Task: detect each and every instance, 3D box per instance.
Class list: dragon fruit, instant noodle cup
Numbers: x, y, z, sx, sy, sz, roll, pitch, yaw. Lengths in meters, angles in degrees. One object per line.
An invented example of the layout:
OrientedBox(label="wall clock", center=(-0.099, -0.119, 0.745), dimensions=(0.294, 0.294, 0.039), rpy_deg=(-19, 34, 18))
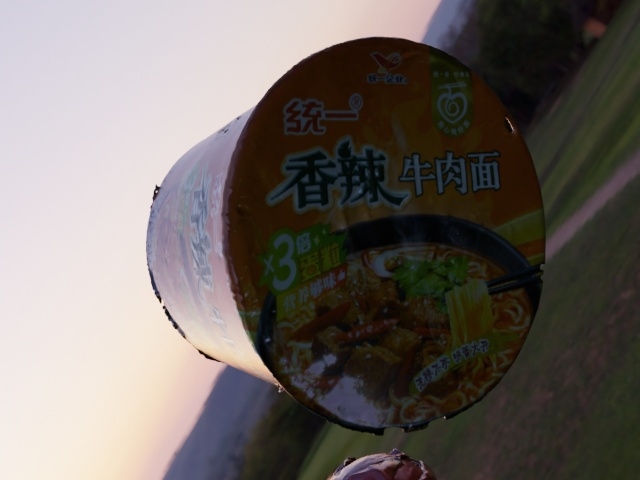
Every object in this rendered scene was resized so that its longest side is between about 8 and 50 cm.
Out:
OrientedBox(label="dragon fruit", center=(0.064, 0.327, 1.185), dimensions=(0.209, 0.172, 0.172), rpy_deg=(-60, -1, -25))
OrientedBox(label="instant noodle cup", center=(0.000, 0.000, 0.683), dimensions=(0.182, 0.230, 0.230), rpy_deg=(-4, 50, 57))
